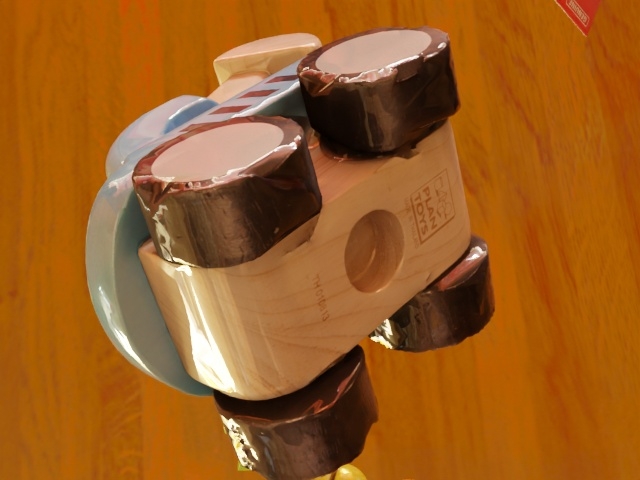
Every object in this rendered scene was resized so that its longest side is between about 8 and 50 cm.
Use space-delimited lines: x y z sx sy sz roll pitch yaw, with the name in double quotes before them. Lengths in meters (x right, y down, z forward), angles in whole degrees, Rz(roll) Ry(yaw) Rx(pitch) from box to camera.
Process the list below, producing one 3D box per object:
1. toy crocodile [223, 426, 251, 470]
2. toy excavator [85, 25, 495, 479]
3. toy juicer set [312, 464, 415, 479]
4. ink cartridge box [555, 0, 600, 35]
"toy crocodile" -0.073 0.096 0.952 0.115 0.105 0.341 -12 102 -11
"toy excavator" -0.053 -0.069 0.755 0.445 0.222 0.433 16 42 44
"toy juicer set" -0.002 0.336 0.898 0.328 0.089 0.209 -3 77 -14
"ink cartridge box" 0.359 -0.469 1.193 0.066 0.296 0.261 8 73 49
